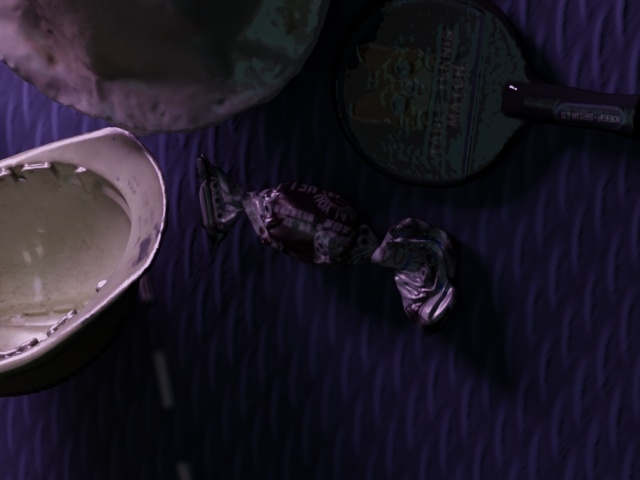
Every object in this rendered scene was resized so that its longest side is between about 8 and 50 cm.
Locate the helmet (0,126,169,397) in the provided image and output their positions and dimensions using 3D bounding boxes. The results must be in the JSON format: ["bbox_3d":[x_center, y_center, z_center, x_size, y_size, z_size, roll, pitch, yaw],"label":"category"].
[{"bbox_3d":[-0.214,0.041,1.312,0.258,0.137,0.204,-20,52,8],"label":"helmet"}]

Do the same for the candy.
[{"bbox_3d":[0.000,0.000,1.264,0.226,0.051,0.094,24,109,16],"label":"candy"}]

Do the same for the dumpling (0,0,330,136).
[{"bbox_3d":[-0.112,-0.205,1.240,0.293,0.163,0.204,-30,120,22],"label":"dumpling"}]

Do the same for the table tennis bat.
[{"bbox_3d":[0.117,-0.106,1.218,0.236,0.027,0.150,11,102,22],"label":"table tennis bat"}]
